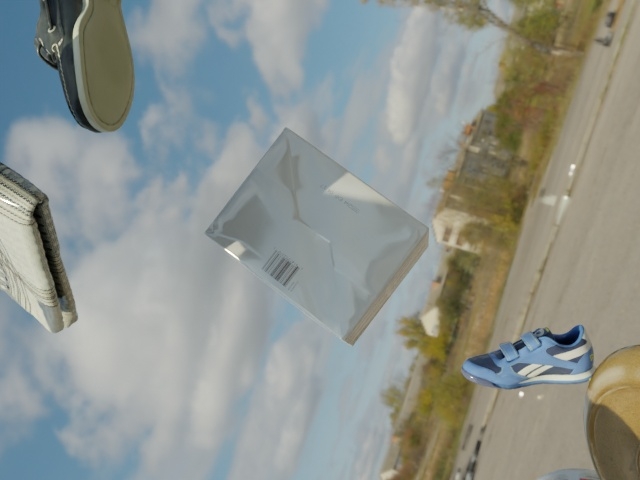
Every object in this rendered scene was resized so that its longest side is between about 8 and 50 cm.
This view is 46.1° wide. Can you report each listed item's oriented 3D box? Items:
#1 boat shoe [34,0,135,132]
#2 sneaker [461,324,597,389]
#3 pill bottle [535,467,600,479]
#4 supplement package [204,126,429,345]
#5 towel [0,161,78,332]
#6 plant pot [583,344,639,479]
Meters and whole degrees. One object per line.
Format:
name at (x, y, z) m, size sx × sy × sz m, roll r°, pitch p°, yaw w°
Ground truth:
boat shoe at (-0.348, -0.293, 1.060) m, size 0.127 × 0.113 × 0.340 m, roll 28°, pitch -131°, yaw -67°
sneaker at (0.221, 0.122, 0.804) m, size 0.053 × 0.144 × 0.059 m, roll -101°, pitch 5°, yaw -73°
pill bottle at (0.404, 0.534, 1.121) m, size 0.407 × 0.229 × 0.229 m, roll -38°, pitch -37°, yaw -72°
supplement package at (0.000, 0.000, 1.136) m, size 0.204 × 0.262 × 0.145 m, roll -53°, pitch -13°, yaw -4°
towel at (-0.429, -0.032, 0.885) m, size 0.056 × 0.312 × 0.324 m, roll -53°, pitch -10°, yaw -30°
plant pot at (0.321, 0.208, 0.670) m, size 0.032 × 0.236 × 0.236 m, roll -22°, pitch -40°, yaw -24°
